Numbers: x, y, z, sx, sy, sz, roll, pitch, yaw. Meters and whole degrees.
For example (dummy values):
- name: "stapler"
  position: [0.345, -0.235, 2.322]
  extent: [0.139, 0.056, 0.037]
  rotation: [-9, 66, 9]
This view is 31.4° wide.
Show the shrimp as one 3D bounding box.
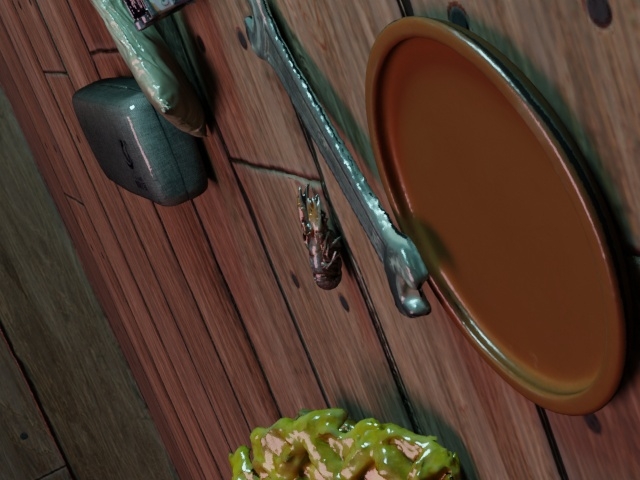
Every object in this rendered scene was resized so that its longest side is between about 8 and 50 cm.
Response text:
- name: "shrimp"
  position: [0.000, -0.002, 0.949]
  extent: [0.092, 0.029, 0.038]
  rotation: [71, 163, -8]

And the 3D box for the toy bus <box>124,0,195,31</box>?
- name: "toy bus"
  position: [-0.145, -0.222, 1.013]
  extent: [0.052, 0.058, 0.102]
  rotation: [62, 169, -11]

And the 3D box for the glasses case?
- name: "glasses case"
  position: [-0.220, -0.124, 1.351]
  extent: [0.323, 0.074, 0.131]
  rotation: [22, 137, 65]

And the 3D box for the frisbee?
- name: "frisbee"
  position: [0.097, -0.013, 0.661]
  extent: [0.251, 0.021, 0.251]
  rotation: [53, 160, 29]

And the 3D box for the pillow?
- name: "pillow"
  position: [-0.183, -0.205, 1.128]
  extent: [0.230, 0.050, 0.148]
  rotation: [57, -172, 12]

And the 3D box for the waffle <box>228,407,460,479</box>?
- name: "waffle"
  position: [0.036, 0.299, 0.982]
  extent: [0.302, 0.068, 0.325]
  rotation: [-5, 102, 36]

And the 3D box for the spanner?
- name: "spanner"
  position: [0.005, -0.075, 0.815]
  extent: [0.071, 0.017, 0.302]
  rotation: [94, 151, -58]

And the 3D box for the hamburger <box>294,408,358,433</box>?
- name: "hamburger"
  position: [0.029, 0.269, 1.135]
  extent: [0.183, 0.130, 0.206]
  rotation: [-2, 99, 63]
